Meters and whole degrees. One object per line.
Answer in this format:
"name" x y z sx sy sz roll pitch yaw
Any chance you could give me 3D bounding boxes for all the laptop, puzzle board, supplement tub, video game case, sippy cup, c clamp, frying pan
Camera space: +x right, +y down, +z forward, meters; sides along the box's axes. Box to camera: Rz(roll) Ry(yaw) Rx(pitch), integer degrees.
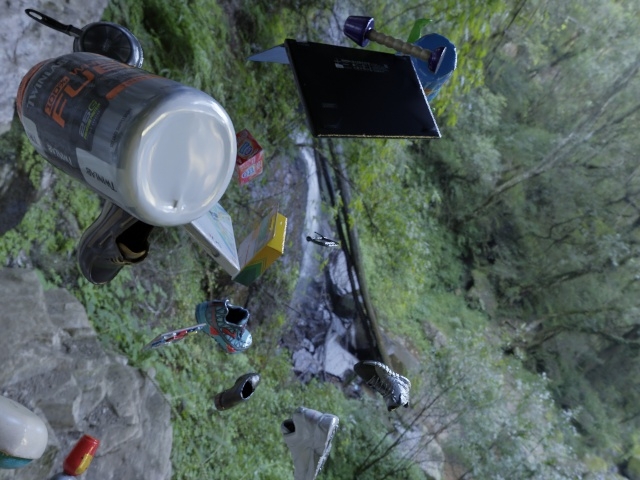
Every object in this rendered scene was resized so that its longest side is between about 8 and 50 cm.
"laptop" 0.049 -0.390 1.139 0.381 0.236 0.409 -7 72 -29
"puzzle board" -0.350 0.233 1.015 0.128 0.096 0.011 -3 62 -54
"supplement tub" -0.317 -0.173 0.674 0.337 0.207 0.207 26 18 27
"video game case" -0.345 -0.088 1.202 0.300 0.036 0.329 53 5 -34
"sippy cup" 0.382 -0.640 1.570 0.306 0.240 0.224 53 -7 -7
"c clamp" 0.000 0.000 1.605 0.137 0.022 0.160 23 12 22
"frying pan" -0.701 -0.635 1.300 0.326 0.197 0.053 46 -19 -12

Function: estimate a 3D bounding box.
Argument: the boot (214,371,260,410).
"boot" -0.237 0.485 1.389 0.219 0.106 0.082 -20 85 -63

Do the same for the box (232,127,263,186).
"box" -0.328 -0.343 1.790 0.123 0.128 0.257 52 -15 4

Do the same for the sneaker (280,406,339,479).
"sneaker" -0.036 0.437 0.920 0.115 0.232 0.090 24 31 17

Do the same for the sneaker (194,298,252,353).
"sneaker" -0.264 0.264 1.294 0.262 0.125 0.104 56 18 -49

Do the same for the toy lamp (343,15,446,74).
"toy lamp" 0.191 -0.524 1.119 0.274 0.080 0.080 25 22 9

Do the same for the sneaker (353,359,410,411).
"sneaker" 0.211 0.494 1.408 0.228 0.086 0.132 26 37 -15

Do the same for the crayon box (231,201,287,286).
"crayon box" -0.235 0.022 1.725 0.083 0.323 0.203 28 40 -24

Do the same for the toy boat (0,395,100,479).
"toy boat" -0.653 0.458 0.922 0.318 0.267 0.148 46 56 -32

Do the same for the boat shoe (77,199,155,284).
"boat shoe" -0.523 0.003 1.100 0.132 0.355 0.130 -6 49 -53
